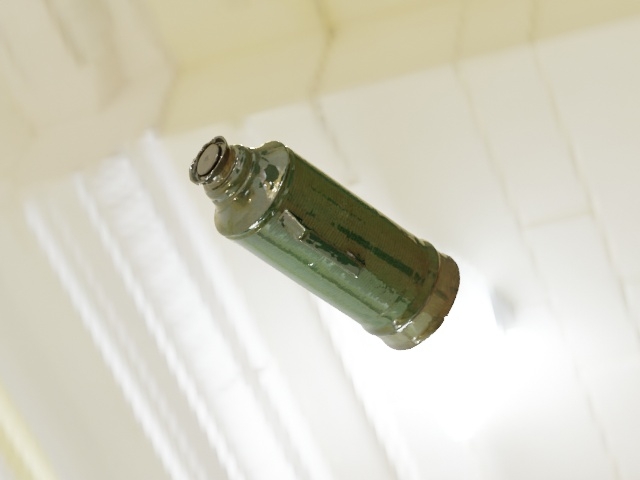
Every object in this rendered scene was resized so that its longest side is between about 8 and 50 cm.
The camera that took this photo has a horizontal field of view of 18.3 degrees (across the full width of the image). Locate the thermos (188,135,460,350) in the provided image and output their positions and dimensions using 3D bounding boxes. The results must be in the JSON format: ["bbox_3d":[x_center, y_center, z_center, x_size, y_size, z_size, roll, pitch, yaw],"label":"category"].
[{"bbox_3d":[-0.003,0.000,1.250,0.188,0.073,0.083,33,-139,-29],"label":"thermos"}]
